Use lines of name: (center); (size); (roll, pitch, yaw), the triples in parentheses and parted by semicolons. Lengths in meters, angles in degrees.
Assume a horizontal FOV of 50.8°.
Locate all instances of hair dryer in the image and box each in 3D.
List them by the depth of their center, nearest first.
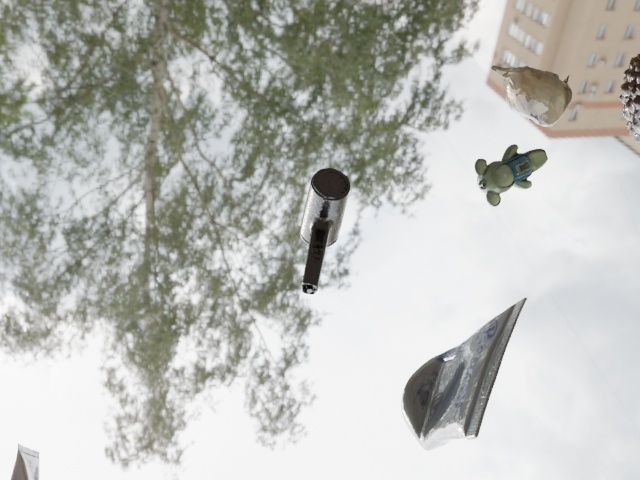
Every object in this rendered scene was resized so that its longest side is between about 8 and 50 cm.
hair dryer: (0.000, 0.000, 1.398); (0.089, 0.197, 0.251); (11, -125, -3)

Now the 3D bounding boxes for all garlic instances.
garlic: (0.265, -0.176, 0.832); (0.084, 0.066, 0.152); (3, -178, 24)

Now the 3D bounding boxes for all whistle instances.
whistle: (0.438, -0.161, 1.547); (0.235, 0.114, 0.077); (-25, -176, -32)

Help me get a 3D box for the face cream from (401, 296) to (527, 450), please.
face cream: (0.245, 0.262, 1.181); (0.137, 0.420, 0.235); (28, -113, 4)

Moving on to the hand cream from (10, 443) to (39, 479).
hand cream: (-0.419, 0.366, 0.951); (0.053, 0.084, 0.142); (1, -115, -2)

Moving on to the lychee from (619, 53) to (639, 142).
lychee: (0.630, -0.218, 1.089); (0.267, 0.267, 0.267); (4, -145, -3)
